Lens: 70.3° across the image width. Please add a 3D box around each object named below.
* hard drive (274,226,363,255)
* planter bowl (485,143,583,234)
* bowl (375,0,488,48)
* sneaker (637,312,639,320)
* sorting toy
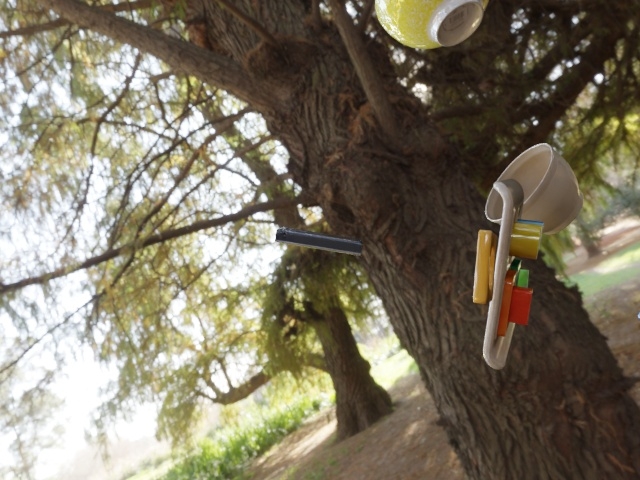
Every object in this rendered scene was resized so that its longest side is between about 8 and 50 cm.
[{"bbox_3d":[0.000,0.000,0.735,0.135,0.022,0.094,9,4,3],"label":"hard drive"},{"bbox_3d":[0.397,-0.077,0.825,0.162,0.109,0.162,-57,8,12],"label":"planter bowl"},{"bbox_3d":[0.288,-0.549,1.052,0.289,0.156,0.290,-18,-25,-9],"label":"bowl"},{"bbox_3d":[0.563,0.065,0.749,0.162,0.073,0.063,-56,-38,-6],"label":"sneaker"},{"bbox_3d":[0.227,0.029,0.526,0.047,0.196,0.347,4,10,27],"label":"sorting toy"}]
